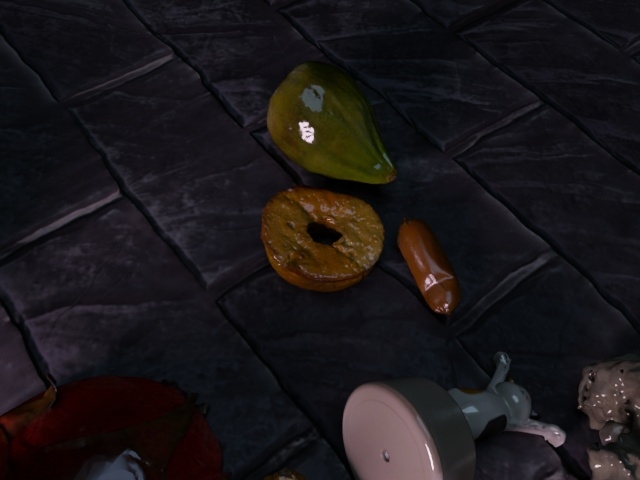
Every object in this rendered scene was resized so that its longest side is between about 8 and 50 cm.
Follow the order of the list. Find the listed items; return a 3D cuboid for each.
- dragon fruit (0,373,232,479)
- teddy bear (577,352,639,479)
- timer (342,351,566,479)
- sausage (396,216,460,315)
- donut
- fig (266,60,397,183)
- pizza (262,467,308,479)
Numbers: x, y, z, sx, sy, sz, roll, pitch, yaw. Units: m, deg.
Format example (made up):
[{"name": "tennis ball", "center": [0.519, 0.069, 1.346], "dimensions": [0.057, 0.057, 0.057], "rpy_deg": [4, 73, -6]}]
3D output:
[{"name": "dragon fruit", "center": [-0.267, 0.269, 0.818], "dimensions": [0.343, 0.100, 0.282], "rpy_deg": [22, 52, 10]}, {"name": "teddy bear", "center": [0.481, 0.334, 0.792], "dimensions": [0.357, 0.224, 0.367], "rpy_deg": [16, 70, 5]}, {"name": "timer", "center": [0.182, 0.233, 0.865], "dimensions": [0.266, 0.175, 0.175], "rpy_deg": [-11, 54, -34]}, {"name": "sausage", "center": [0.167, 0.037, 1.037], "dimensions": [0.062, 0.054, 0.183], "rpy_deg": [-32, 60, 13]}, {"name": "donut", "center": [0.000, 0.002, 1.038], "dimensions": [0.190, 0.074, 0.174], "rpy_deg": [-2, 54, -11]}, {"name": "fig", "center": [0.016, -0.182, 1.129], "dimensions": [0.233, 0.167, 0.167], "rpy_deg": [49, 58, -15]}, {"name": "pizza", "center": [-0.063, 0.380, 0.777], "dimensions": [0.199, 0.062, 0.188], "rpy_deg": [-23, 67, -10]}]
